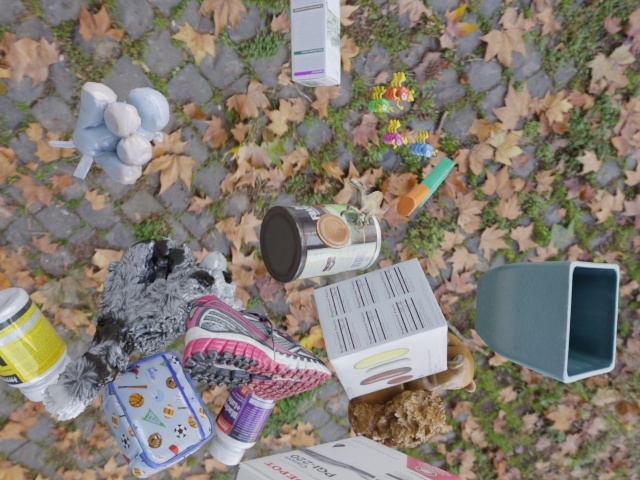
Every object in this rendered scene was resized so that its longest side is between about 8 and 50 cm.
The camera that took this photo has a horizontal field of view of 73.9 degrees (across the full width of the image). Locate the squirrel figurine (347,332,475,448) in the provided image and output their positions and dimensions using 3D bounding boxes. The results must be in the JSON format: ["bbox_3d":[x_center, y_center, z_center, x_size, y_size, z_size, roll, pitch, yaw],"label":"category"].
[{"bbox_3d":[0.273,0.439,1.272,0.370,0.397,0.281,-10,128,19],"label":"squirrel figurine"}]

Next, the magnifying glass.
[{"bbox_3d":[0.161,-0.078,0.655,0.026,0.231,0.092,40,120,11],"label":"magnifying glass"}]

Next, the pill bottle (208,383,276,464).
[{"bbox_3d":[-0.179,0.407,0.986,0.108,0.108,0.194,28,87,-17],"label":"pill bottle"}]

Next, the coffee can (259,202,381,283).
[{"bbox_3d":[0.000,0.000,1.174,0.275,0.201,0.202,-6,115,-37],"label":"coffee can"}]

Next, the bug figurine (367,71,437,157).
[{"bbox_3d":[0.238,-0.357,1.286,0.072,0.216,0.279,-41,120,-14],"label":"bug figurine"}]

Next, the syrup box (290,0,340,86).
[{"bbox_3d":[-0.011,-0.495,1.007,0.096,0.093,0.237,4,101,23],"label":"syrup box"}]

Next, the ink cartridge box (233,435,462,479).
[{"bbox_3d":[0.032,0.292,0.458,0.217,0.158,0.092,14,81,-46],"label":"ink cartridge box"}]

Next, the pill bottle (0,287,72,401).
[{"bbox_3d":[-0.580,0.206,0.830,0.119,0.119,0.209,-18,120,-1],"label":"pill bottle"}]

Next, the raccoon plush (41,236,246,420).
[{"bbox_3d":[-0.375,0.191,0.975,0.446,0.216,0.299,-45,154,-14],"label":"raccoon plush"}]

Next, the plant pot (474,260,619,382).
[{"bbox_3d":[0.519,0.167,1.017,0.247,0.252,0.247,5,89,-36],"label":"plant pot"}]

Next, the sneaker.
[{"bbox_3d":[-0.086,0.179,0.695,0.120,0.112,0.299,-31,137,20],"label":"sneaker"}]

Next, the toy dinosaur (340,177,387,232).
[{"bbox_3d":[0.100,-0.062,0.896,0.093,0.053,0.183,-47,146,7],"label":"toy dinosaur"}]

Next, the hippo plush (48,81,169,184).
[{"bbox_3d":[-0.508,-0.282,1.145,0.294,0.236,0.234,-34,97,36],"label":"hippo plush"}]

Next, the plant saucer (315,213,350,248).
[{"bbox_3d":[0.029,-0.022,0.923,0.083,0.084,0.013,26,144,-17],"label":"plant saucer"}]

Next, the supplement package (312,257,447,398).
[{"bbox_3d":[0.116,0.171,0.803,0.203,0.149,0.194,-18,139,3],"label":"supplement package"}]

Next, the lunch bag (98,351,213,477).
[{"bbox_3d":[-0.442,0.456,1.165,0.115,0.243,0.303,-44,69,31],"label":"lunch bag"}]
